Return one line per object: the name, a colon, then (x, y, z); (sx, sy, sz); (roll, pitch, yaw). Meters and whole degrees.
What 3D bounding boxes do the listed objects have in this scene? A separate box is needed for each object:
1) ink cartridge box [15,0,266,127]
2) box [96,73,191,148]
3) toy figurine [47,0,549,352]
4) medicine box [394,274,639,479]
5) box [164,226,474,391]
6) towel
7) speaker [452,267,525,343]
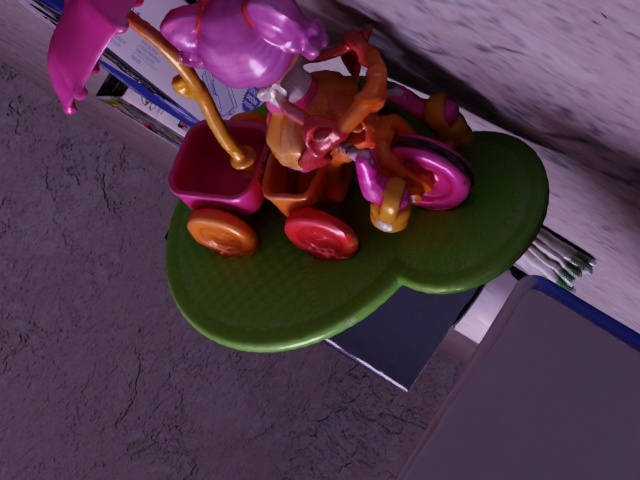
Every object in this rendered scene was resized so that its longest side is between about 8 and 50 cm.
ink cartridge box: (-0.098, -0.109, 0.887); (0.097, 0.046, 0.207); (32, 178, 26)
box: (-0.108, -0.096, 1.361); (0.114, 0.036, 0.207); (32, 177, -12)
toy figurine: (-0.024, -0.051, 0.645); (0.173, 0.130, 0.159); (3, 151, 34)
medicine box: (0.189, 0.164, 0.654); (0.263, 0.149, 0.289); (32, -177, 32)
box: (0.000, 0.000, 1.119); (0.153, 0.108, 0.207); (33, 178, -10)
towel: (0.069, -0.017, 0.932); (0.152, 0.023, 0.113); (32, 177, 1)
speaker: (0.157, 0.070, 1.172); (0.136, 0.055, 0.055); (32, 177, -4)
